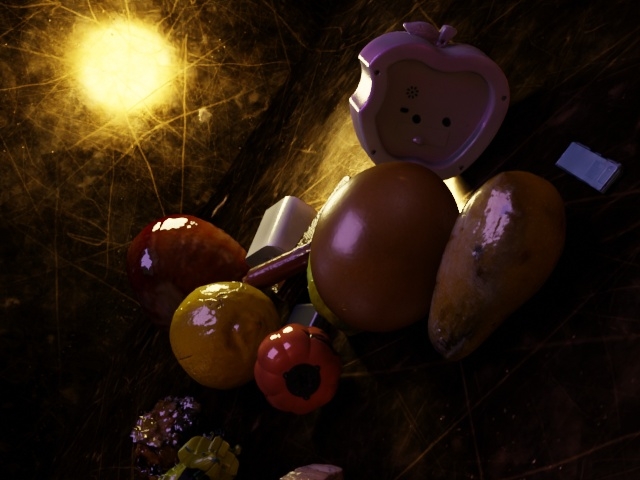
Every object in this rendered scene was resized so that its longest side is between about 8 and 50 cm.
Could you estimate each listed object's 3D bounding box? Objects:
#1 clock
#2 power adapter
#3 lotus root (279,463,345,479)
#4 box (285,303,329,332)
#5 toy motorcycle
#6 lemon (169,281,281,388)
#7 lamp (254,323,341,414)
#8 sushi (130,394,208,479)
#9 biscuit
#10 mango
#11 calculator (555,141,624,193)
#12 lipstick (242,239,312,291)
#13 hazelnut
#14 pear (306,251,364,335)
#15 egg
[{"bbox_3d":[0.229,-0.293,1.659,0.339,0.338,0.102,-51,23,15],"label":"clock"},{"bbox_3d":[-0.126,0.016,2.307,0.187,0.124,0.255,-31,31,53],"label":"power adapter"},{"bbox_3d":[-0.024,0.475,1.431,0.159,0.096,0.135,-21,0,-39],"label":"lotus root"},{"bbox_3d":[-0.060,0.260,1.886,0.160,0.050,0.230,-11,49,63],"label":"box"},{"bbox_3d":[-0.331,0.599,1.873,0.342,0.142,0.206,-50,22,24],"label":"toy motorcycle"},{"bbox_3d":[-0.244,0.242,2.012,0.297,0.297,0.297,-47,22,25],"label":"lemon"},{"bbox_3d":[-0.049,0.267,1.644,0.188,0.187,0.164,-55,13,5],"label":"lamp"},{"bbox_3d":[-0.410,0.545,2.099,0.213,0.204,0.200,11,35,31],"label":"sushi"},{"bbox_3d":[0.000,0.000,2.113,0.388,0.073,0.107,-55,21,6],"label":"biscuit"},{"bbox_3d":[0.281,0.044,1.272,0.176,0.175,0.330,-31,-34,-57],"label":"mango"},{"bbox_3d":[0.453,-0.126,1.313,0.057,0.018,0.172,-52,20,11],"label":"calculator"},{"bbox_3d":[-0.039,0.042,1.998,0.418,0.077,0.077,-25,34,32],"label":"lipstick"},{"bbox_3d":[-0.404,0.121,2.369,0.352,0.421,0.421,-22,35,27],"label":"hazelnut"},{"bbox_3d":[0.059,0.083,1.726,0.292,0.159,0.292,-46,25,29],"label":"pear"},{"bbox_3d":[0.127,0.007,1.482,0.282,0.282,0.351,-23,36,57],"label":"egg"}]
